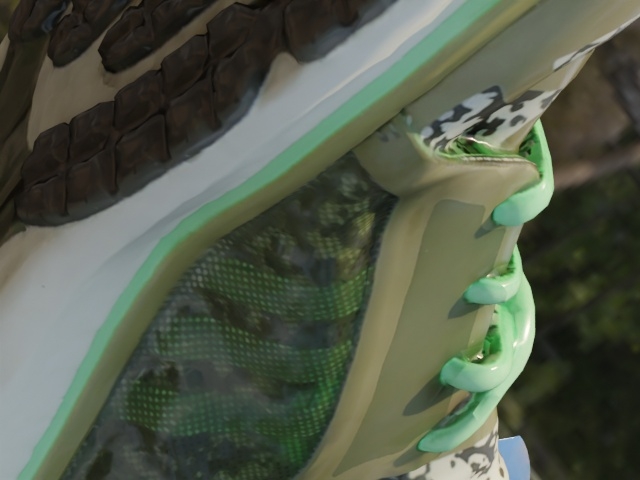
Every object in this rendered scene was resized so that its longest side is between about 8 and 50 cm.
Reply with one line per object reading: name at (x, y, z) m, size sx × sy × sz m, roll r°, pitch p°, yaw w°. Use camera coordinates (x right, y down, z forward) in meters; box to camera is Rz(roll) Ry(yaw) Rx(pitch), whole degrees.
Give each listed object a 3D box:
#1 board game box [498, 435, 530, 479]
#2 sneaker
board game box at (0.055, 0.175, 1.137) m, size 0.169 × 0.033 × 0.133 m, roll -4°, pitch 119°, yaw -41°
sneaker at (0.000, 0.000, 0.488) m, size 0.410 × 0.182 × 0.158 m, roll -42°, pitch -144°, yaw 32°
